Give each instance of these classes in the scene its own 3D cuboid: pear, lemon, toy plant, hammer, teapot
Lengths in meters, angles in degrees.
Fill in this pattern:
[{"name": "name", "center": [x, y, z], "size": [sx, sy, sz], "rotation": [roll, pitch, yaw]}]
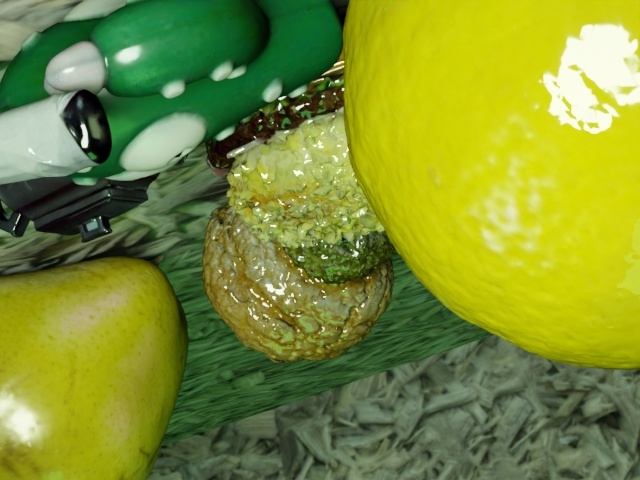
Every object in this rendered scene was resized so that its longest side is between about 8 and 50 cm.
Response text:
[{"name": "pear", "center": [-0.275, 0.147, 1.720], "size": [0.285, 0.285, 0.336], "rotation": [-26, -156, 39]}, {"name": "lemon", "center": [0.173, -0.094, 1.008], "size": [0.348, 0.348, 0.348], "rotation": [-15, 168, -3]}, {"name": "toy plant", "center": [-0.109, -0.099, 1.107], "size": [0.232, 0.112, 0.243], "rotation": [-26, 175, 43]}, {"name": "hammer", "center": [-0.311, -0.011, 1.022], "size": [0.427, 0.152, 0.044], "rotation": [-10, -177, 16]}, {"name": "teapot", "center": [-0.172, -0.047, 1.297], "size": [0.177, 0.096, 0.087], "rotation": [-22, 167, 26]}]

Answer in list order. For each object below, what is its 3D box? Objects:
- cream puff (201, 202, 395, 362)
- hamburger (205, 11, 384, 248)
[{"name": "cream puff", "center": [0.000, 0.000, 1.599], "size": [0.183, 0.183, 0.169], "rotation": [-7, 152, -36]}, {"name": "hamburger", "center": [0.036, -0.080, 1.299], "size": [0.243, 0.138, 0.261], "rotation": [-19, 171, 1]}]
